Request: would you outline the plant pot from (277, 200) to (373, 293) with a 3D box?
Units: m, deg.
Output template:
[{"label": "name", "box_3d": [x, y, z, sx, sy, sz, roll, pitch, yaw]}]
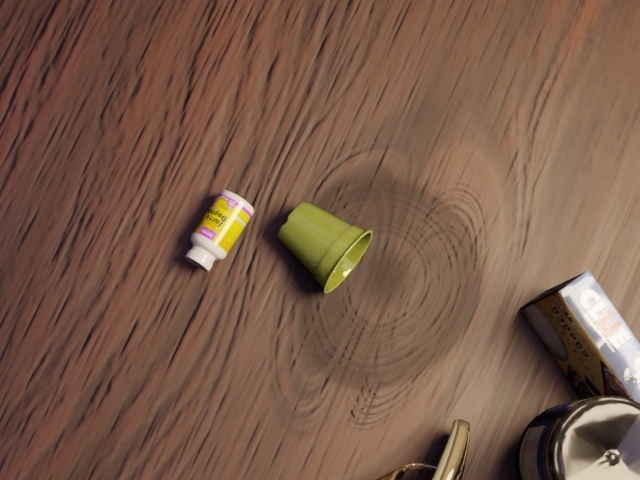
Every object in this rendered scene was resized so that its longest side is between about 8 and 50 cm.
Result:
[{"label": "plant pot", "box_3d": [0.000, 0.000, 1.856, 0.079, 0.083, 0.083, 38, 78, 11]}]

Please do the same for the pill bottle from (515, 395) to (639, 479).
[{"label": "pill bottle", "box_3d": [0.268, 0.224, 1.778, 0.123, 0.219, 0.123, 1, 81, -6]}]

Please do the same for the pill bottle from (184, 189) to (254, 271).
[{"label": "pill bottle", "box_3d": [-0.109, -0.009, 1.855, 0.043, 0.043, 0.083, 32, 78, -2]}]

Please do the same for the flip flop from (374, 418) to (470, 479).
[{"label": "flip flop", "box_3d": [0.068, 0.296, 1.810, 0.080, 0.112, 0.277, 35, 84, 14]}]

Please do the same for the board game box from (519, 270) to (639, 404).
[{"label": "board game box", "box_3d": [0.311, 0.152, 1.824, 0.042, 0.165, 0.243, -34, 87, -11]}]
